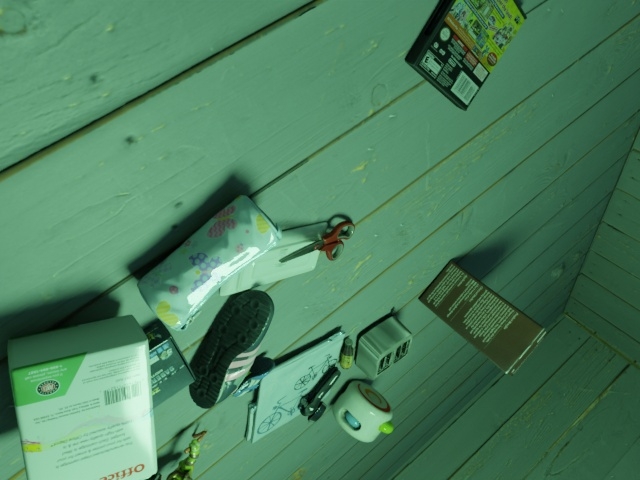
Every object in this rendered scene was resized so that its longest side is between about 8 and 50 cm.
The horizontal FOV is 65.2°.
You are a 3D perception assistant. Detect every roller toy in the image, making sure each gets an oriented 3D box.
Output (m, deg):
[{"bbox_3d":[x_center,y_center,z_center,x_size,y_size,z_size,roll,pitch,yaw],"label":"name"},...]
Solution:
[{"bbox_3d":[0.145,0.612,1.789,0.191,0.209,0.146,33,99,-19],"label":"roller toy"}]

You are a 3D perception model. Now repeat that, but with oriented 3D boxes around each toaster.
[{"bbox_3d":[0.211,0.351,1.675,0.168,0.110,0.186,-27,140,-29],"label":"toaster"}]

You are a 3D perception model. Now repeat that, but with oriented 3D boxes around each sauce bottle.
[{"bbox_3d":[0.085,0.365,1.615,0.042,0.042,0.128,-27,138,-28],"label":"sauce bottle"}]

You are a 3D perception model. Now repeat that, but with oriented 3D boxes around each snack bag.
[{"bbox_3d":[-0.077,0.440,1.517,0.323,0.037,0.343,-21,137,-34],"label":"snack bag"}]

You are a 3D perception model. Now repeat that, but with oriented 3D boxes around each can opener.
[{"bbox_3d":[0.000,0.473,1.559,0.073,0.059,0.186,34,86,-29],"label":"can opener"}]

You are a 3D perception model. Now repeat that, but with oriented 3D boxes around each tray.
[{"bbox_3d":[-0.094,0.045,1.123,0.270,0.030,0.145,-14,132,-39],"label":"tray"}]

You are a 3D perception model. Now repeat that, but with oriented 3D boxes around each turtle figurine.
[{"bbox_3d":[-0.374,0.621,1.256,0.270,0.087,0.217,-51,177,14],"label":"turtle figurine"}]

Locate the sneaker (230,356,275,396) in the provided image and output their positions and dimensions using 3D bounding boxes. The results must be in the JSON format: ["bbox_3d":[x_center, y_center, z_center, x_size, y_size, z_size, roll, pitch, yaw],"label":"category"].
[{"bbox_3d":[-0.181,0.359,1.315,0.144,0.053,0.059,-32,142,-8],"label":"sneaker"}]

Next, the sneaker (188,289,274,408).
[{"bbox_3d":[-0.190,0.240,1.165,0.319,0.112,0.131,-56,161,16],"label":"sneaker"}]

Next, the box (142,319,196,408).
[{"bbox_3d":[-0.388,0.291,1.017,0.232,0.059,0.183,-31,142,-21],"label":"box"}]

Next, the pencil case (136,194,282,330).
[{"bbox_3d":[-0.201,0.038,0.920,0.273,0.124,0.113,-43,145,-8],"label":"pencil case"}]

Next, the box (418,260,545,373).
[{"bbox_3d":[0.549,0.261,1.711,0.191,0.381,0.143,-50,146,3],"label":"box"}]

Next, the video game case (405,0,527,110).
[{"bbox_3d":[0.326,-0.444,1.097,0.274,0.035,0.248,13,114,-51],"label":"video game case"}]

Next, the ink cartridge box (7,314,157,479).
[{"bbox_3d":[-0.403,0.293,0.862,0.201,0.117,0.278,-9,110,-32],"label":"ink cartridge box"}]

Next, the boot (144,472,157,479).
[{"bbox_3d":[-0.482,0.558,1.157,0.219,0.082,0.106,-12,134,-38],"label":"boot"}]

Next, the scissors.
[{"bbox_3d":[0.000,0.000,1.128,0.109,0.021,0.297,-62,156,13],"label":"scissors"}]
